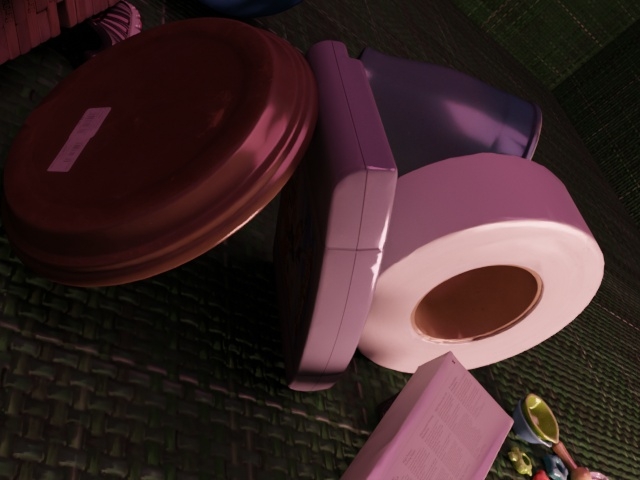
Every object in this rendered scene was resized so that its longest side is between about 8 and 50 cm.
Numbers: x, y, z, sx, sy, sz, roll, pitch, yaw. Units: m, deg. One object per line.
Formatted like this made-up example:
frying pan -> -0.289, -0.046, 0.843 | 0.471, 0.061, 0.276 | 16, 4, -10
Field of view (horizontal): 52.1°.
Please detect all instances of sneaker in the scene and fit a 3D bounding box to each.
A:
sneaker -> -0.246, -0.227, 0.733 | 0.075, 0.063, 0.170 | 15, 42, -39

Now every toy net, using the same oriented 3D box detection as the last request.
toy net -> 0.344, 0.317, 0.899 | 0.232, 0.045, 0.122 | 41, 31, -14

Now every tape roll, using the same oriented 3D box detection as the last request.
tape roll -> 0.162, 0.039, 0.746 | 0.286, 0.286, 0.100 | 24, 38, -36

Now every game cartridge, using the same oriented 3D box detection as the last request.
game cartridge -> 0.000, 0.000, 0.597 | 0.062, 0.297, 0.198 | 3, 46, -9

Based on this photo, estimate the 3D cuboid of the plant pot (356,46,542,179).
plant pot -> 0.129, -0.141, 0.952 | 0.255, 0.271, 0.271 | 29, 33, -6

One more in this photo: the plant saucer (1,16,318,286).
plant saucer -> -0.138, -0.088, 0.521 | 0.041, 0.278, 0.277 | 61, 13, -48

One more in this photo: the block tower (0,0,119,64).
block tower -> -0.292, -0.245, 0.619 | 0.091, 0.097, 0.335 | 10, 36, 7

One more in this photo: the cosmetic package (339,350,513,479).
cosmetic package -> 0.083, 0.216, 0.595 | 0.099, 0.060, 0.239 | 50, 48, -2

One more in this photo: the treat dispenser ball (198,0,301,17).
treat dispenser ball -> -0.110, -0.485, 0.983 | 0.288, 0.288, 0.288 | 33, 33, -25

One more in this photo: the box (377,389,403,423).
box -> 0.111, 0.206, 0.714 | 0.083, 0.052, 0.062 | 29, 35, -33
